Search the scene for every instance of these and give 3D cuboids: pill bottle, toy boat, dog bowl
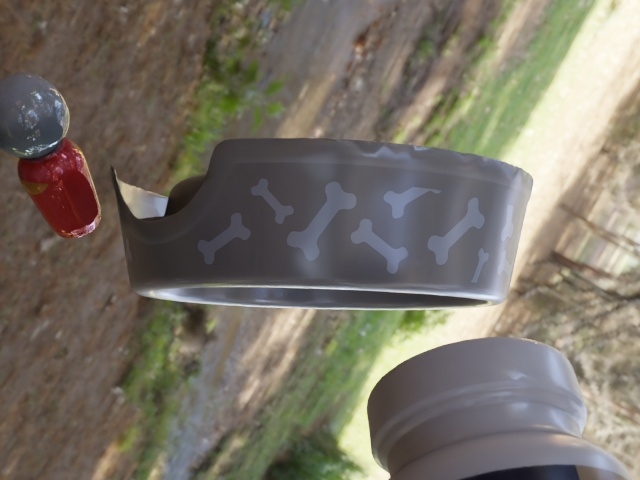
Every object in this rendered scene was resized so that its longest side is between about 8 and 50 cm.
[{"bbox_3d":[0.103,0.193,0.537,0.153,0.153,0.265,104,-18,-52],"label":"pill bottle"},{"bbox_3d":[-0.341,-0.025,0.838,0.318,0.267,0.148,-21,132,-6],"label":"toy boat"},{"bbox_3d":[0.000,0.000,0.857,0.349,0.348,0.102,31,60,-78],"label":"dog bowl"}]
